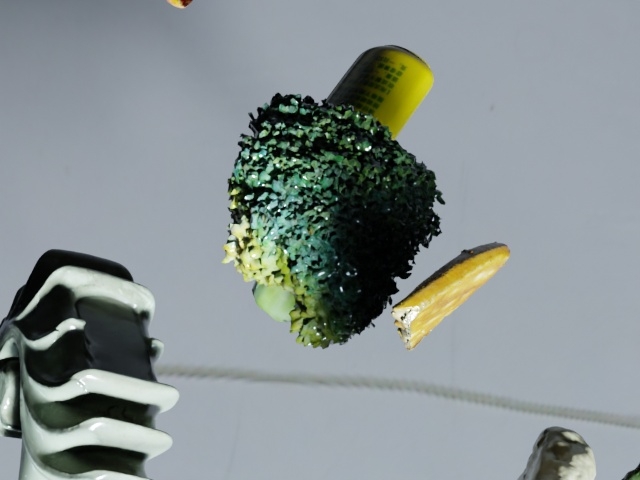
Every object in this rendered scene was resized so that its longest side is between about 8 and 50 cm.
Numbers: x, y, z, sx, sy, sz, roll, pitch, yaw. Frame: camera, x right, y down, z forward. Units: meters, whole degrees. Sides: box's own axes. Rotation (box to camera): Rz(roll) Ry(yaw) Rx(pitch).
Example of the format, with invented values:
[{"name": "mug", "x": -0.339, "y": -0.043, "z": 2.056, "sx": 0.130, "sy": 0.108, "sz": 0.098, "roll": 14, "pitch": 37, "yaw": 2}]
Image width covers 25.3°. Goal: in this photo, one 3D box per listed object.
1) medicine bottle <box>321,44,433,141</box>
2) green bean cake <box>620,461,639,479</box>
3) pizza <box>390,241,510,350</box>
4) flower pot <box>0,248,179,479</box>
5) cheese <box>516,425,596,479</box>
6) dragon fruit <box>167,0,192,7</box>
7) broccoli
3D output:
[{"name": "medicine bottle", "x": 0.018, "y": -0.093, "z": 1.438, "sx": 0.095, "sy": 0.064, "sz": 0.260, "roll": 18, "pitch": 59, "yaw": 32}, {"name": "green bean cake", "x": 0.445, "y": 0.254, "z": 1.430, "sx": 0.248, "sy": 0.125, "sz": 0.222, "roll": -56, "pitch": 45, "yaw": 17}, {"name": "pizza", "x": 0.136, "y": 0.067, "z": 1.622, "sx": 0.185, "sy": 0.176, "sz": 0.036, "roll": -33, "pitch": 74, "yaw": -27}, {"name": "flower pot", "x": -0.285, "y": 0.203, "z": 1.684, "sx": 0.165, "sy": 0.254, "sz": 0.367, "roll": 17, "pitch": 32, "yaw": -33}, {"name": "cheese", "x": 0.282, "y": 0.383, "z": 1.902, "sx": 0.093, "sy": 0.263, "sz": 0.159, "roll": 27, "pitch": 32, "yaw": 7}, {"name": "dragon fruit", "x": -0.048, "y": -0.238, "z": 0.927, "sx": 0.094, "sy": 0.094, "sz": 0.190, "roll": 24, "pitch": 87, "yaw": 4}, {"name": "broccoli", "x": 0.000, "y": 0.000, "z": 1.159, "sx": 0.194, "sy": 0.194, "sz": 0.219, "roll": -6, "pitch": 51, "yaw": -4}]
